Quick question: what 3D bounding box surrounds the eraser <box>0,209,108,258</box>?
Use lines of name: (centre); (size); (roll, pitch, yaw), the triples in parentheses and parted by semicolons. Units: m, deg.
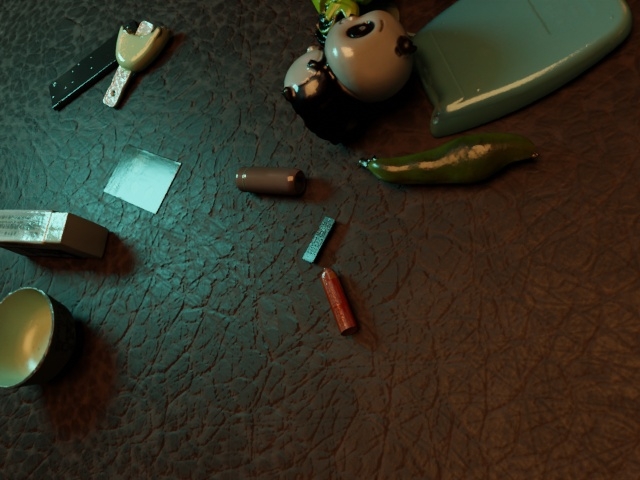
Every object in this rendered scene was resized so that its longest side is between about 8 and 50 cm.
eraser: (-0.627, -0.015, 1.345); (0.278, 0.124, 0.081); (2, 73, 27)

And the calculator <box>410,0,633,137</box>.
calculator: (0.332, -0.352, 1.029); (0.386, 0.054, 0.256); (-26, 62, 15)

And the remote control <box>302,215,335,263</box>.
remote control: (0.000, 0.000, 1.087); (0.034, 0.016, 0.091); (23, 82, 47)

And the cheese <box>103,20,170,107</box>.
cheese: (-0.468, -0.434, 1.462); (0.127, 0.049, 0.235); (27, 95, 15)

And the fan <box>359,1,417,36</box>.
fan: (0.130, -0.422, 1.182); (0.175, 0.005, 0.113); (28, 86, 32)

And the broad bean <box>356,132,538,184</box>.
broad bean: (0.197, -0.132, 1.005); (0.325, 0.067, 0.075); (-2, 62, 24)

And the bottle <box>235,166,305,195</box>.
bottle: (-0.099, -0.117, 1.158); (0.140, 0.053, 0.053); (6, 75, 28)

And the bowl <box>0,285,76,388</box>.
bowl: (-0.598, 0.211, 1.255); (0.211, 0.112, 0.212); (-10, 68, 25)

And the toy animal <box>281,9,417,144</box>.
toy animal: (0.056, -0.305, 1.068); (0.235, 0.165, 0.187); (-39, 26, 25)

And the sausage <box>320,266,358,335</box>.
sausage: (0.029, 0.100, 1.025); (0.034, 0.034, 0.130); (-29, 60, 15)

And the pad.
pad: (-0.408, -0.143, 1.353); (0.190, 0.004, 0.127); (21, 82, 31)

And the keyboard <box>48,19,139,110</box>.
keyboard: (-0.589, -0.453, 1.550); (0.309, 0.018, 0.101); (-31, 60, 13)

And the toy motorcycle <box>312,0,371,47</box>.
toy motorcycle: (0.035, -0.562, 1.198); (0.206, 0.142, 0.342); (-30, 58, 25)
